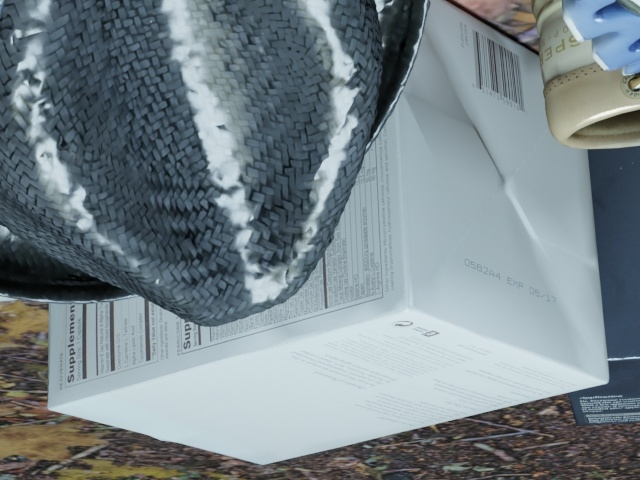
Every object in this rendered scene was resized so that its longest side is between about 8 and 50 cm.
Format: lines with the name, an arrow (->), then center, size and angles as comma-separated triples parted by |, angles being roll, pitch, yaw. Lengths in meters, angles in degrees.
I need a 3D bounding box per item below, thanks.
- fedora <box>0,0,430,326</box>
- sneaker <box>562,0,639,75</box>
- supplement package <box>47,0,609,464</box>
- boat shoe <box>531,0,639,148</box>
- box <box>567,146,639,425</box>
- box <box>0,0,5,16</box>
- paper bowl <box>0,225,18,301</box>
fedora -> -0.071, -0.081, 0.757 | 0.334, 0.152, 0.334 | -12, 126, -17
sneaker -> 0.156, -0.164, 0.789 | 0.182, 0.128, 0.315 | -11, 166, 31
supplement package -> 0.000, 0.000, 1.114 | 0.262, 0.198, 0.199 | -17, 155, 35
boat shoe -> 0.283, -0.089, 1.021 | 0.341, 0.110, 0.122 | 0, 159, -5
box -> 0.205, 0.028, 1.263 | 0.093, 0.156, 0.158 | -4, 159, 11
box -> -0.247, -0.219, 0.386 | 0.395, 0.294, 0.212 | 4, 159, -16
paper bowl -> -0.211, -0.059, 0.958 | 0.284, 0.148, 0.284 | 7, 165, 2
